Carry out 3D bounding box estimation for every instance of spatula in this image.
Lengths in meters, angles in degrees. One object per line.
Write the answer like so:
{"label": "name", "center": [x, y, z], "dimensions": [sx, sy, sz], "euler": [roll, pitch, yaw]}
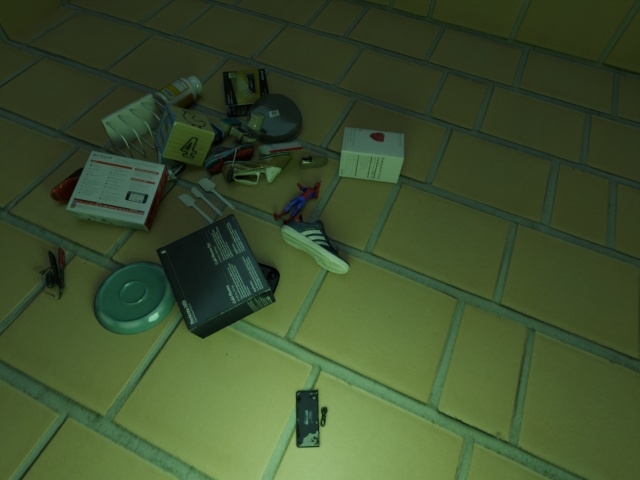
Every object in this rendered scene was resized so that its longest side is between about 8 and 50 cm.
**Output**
{"label": "spatula", "center": [-0.519, -0.182, 1.897], "dimensions": [0.242, 0.019, 0.168], "euler": [38, 62, 21]}

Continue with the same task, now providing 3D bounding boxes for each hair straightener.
{"label": "hair straightener", "center": [-1.069, 0.136, 1.646], "dimensions": [0.088, 0.047, 0.231], "euler": [-17, 63, -14]}

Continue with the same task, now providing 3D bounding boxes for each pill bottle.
{"label": "pill bottle", "center": [-0.761, -0.788, 2.223], "dimensions": [0.136, 0.136, 0.246], "euler": [33, 60, 18]}

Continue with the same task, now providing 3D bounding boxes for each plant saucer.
{"label": "plant saucer", "center": [-0.726, 0.210, 1.608], "dimensions": [0.317, 0.044, 0.318], "euler": [1, 57, -2]}

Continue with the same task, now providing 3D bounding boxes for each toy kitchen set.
{"label": "toy kitchen set", "center": [-0.382, -0.602, 2.077], "dimensions": [0.207, 0.166, 0.122], "euler": [36, 30, 15]}

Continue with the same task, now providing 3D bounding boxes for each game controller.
{"label": "game controller", "center": [-0.327, 0.150, 1.653], "dimensions": [0.318, 0.067, 0.167], "euler": [16, 57, 9]}

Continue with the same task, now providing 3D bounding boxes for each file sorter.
{"label": "file sorter", "center": [-0.876, -0.543, 2.021], "dimensions": [0.173, 0.193, 0.277], "euler": [39, 62, 18]}

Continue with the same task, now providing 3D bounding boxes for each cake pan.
{"label": "cake pan", "center": [-0.238, -0.644, 2.149], "dimensions": [0.292, 0.054, 0.294], "euler": [1, 74, -5]}

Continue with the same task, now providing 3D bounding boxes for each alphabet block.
{"label": "alphabet block", "center": [-0.641, -0.495, 1.942], "dimensions": [0.197, 0.194, 0.192], "euler": [8, 38, -40]}

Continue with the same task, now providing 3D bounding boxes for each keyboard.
{"label": "keyboard", "center": [-0.029, 0.599, 1.392], "dimensions": [0.108, 0.023, 0.180], "euler": [-4, 57, 2]}

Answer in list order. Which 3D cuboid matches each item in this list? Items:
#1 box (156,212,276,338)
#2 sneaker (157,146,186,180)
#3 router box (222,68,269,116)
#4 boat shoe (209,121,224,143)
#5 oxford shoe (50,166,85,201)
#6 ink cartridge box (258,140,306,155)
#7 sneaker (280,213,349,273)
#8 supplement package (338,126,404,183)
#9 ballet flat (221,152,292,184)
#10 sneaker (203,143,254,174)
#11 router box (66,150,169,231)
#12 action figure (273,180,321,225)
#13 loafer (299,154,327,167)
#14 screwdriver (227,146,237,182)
{"label": "box", "center": [-0.385, 0.133, 1.541], "dimensions": [0.312, 0.179, 0.344], "euler": [-26, 70, -10]}
{"label": "sneaker", "center": [-0.717, -0.379, 1.990], "dimensions": [0.132, 0.086, 0.229], "euler": [-3, 66, -11]}
{"label": "router box", "center": [-0.413, -0.828, 2.299], "dimensions": [0.242, 0.081, 0.309], "euler": [-8, 57, -8]}
{"label": "boat shoe", "center": [-0.617, -0.580, 2.109], "dimensions": [0.258, 0.109, 0.089], "euler": [27, 62, 17]}
{"label": "oxford shoe", "center": [-1.114, -0.269, 1.895], "dimensions": [0.098, 0.097, 0.271], "euler": [25, 50, 34]}
{"label": "ink cartridge box", "center": [-0.177, -0.446, 1.973], "dimensions": [0.180, 0.224, 0.056], "euler": [-14, 102, -27]}
{"label": "sneaker", "center": [0.000, 0.000, 1.730], "dimensions": [0.349, 0.131, 0.148], "euler": [34, 65, 19]}
{"label": "supplement package", "center": [0.245, -0.414, 1.995], "dimensions": [0.292, 0.175, 0.178], "euler": [7, 55, 2]}
{"label": "ballet flat", "center": [-0.296, -0.330, 1.963], "dimensions": [0.341, 0.116, 0.124], "euler": [-9, 77, -8]}
{"label": "sneaker", "center": [-0.455, -0.430, 2.017], "dimensions": [0.261, 0.104, 0.125], "euler": [-26, 59, -19]}
{"label": "router box", "center": [-0.881, -0.218, 1.811], "dimensions": [0.334, 0.082, 0.302], "euler": [11, 68, -2]}
{"label": "action figure", "center": [-0.090, -0.200, 1.864], "dimensions": [0.091, 0.139, 0.280], "euler": [35, 59, 18]}
{"label": "loafer", "center": [-0.034, -0.395, 2.044], "dimensions": [0.147, 0.050, 0.056], "euler": [-15, 58, -12]}
{"label": "screwdriver", "center": [-0.406, -0.351, 1.901], "dimensions": [0.024, 0.025, 0.170], "euler": [12, 93, 3]}
